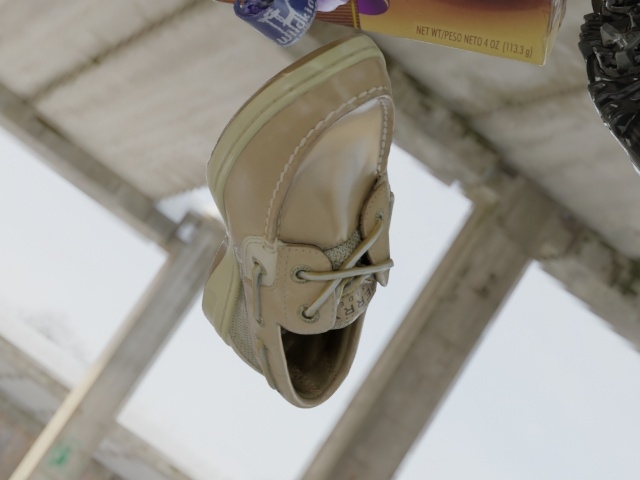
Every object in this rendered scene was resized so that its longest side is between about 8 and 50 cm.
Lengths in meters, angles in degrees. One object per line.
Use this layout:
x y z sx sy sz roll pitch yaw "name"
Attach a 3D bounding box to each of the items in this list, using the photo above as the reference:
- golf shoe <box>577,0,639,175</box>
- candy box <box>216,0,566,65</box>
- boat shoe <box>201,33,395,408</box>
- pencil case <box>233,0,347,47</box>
0.112 -0.045 0.458 0.077 0.198 0.094 -15 -61 14 "golf shoe"
0.009 -0.143 0.677 0.186 0.053 0.109 13 -52 11 "candy box"
0.000 0.000 0.958 0.098 0.109 0.302 53 -25 20 "boat shoe"
0.026 -0.145 0.346 0.088 0.206 0.086 27 14 -50 "pencil case"
